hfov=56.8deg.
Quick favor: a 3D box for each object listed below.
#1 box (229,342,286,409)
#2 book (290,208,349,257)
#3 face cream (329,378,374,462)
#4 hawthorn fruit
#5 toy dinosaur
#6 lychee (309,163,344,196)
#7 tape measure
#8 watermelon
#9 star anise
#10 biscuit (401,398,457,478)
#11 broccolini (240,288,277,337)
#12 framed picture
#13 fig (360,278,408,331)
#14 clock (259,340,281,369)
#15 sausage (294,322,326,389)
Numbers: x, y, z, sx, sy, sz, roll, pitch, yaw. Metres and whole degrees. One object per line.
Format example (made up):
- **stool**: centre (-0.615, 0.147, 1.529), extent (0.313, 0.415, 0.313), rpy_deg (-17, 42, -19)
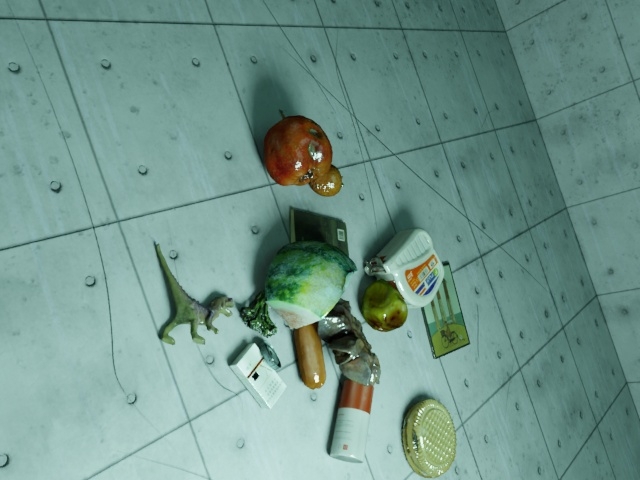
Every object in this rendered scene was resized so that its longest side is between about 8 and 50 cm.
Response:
- **box**: centre (-0.161, 0.353, 1.538), extent (0.154, 0.040, 0.084), rpy_deg (56, 46, -16)
- **book**: centre (0.000, 0.000, 1.823), extent (0.228, 0.024, 0.160), rpy_deg (12, 68, -42)
- **face cream**: centre (0.093, 0.515, 1.692), extent (0.095, 0.095, 0.214), rpy_deg (33, 56, -33)
- **hawthorn fruit**: centre (-0.079, -0.288, 1.732), extent (0.207, 0.207, 0.243), rpy_deg (-6, 68, -45)
- **toy dinosaur**: centre (-0.326, 0.155, 1.441), extent (0.251, 0.072, 0.200), rpy_deg (29, 47, -21)
- **lychee**: centre (0.025, -0.193, 1.856), extent (0.140, 0.114, 0.101), rpy_deg (-29, 123, -27)
- **tape measure**: centre (0.291, 0.098, 2.004), extent (0.258, 0.130, 0.265), rpy_deg (-43, 112, -39)
- **watermelon**: centre (-0.020, 0.093, 1.651), extent (0.223, 0.180, 0.305), rpy_deg (22, 43, 10)
- **star anise**: centre (0.074, 0.277, 1.686), extent (0.315, 0.108, 0.315), rpy_deg (59, 12, -21)
- **biscuit**: centre (0.356, 0.640, 1.919), extent (0.259, 0.079, 0.259), rpy_deg (16, 67, -40)
- **broccolini**: centre (-0.111, 0.171, 1.643), extent (0.271, 0.062, 0.123), rpy_deg (-41, 115, -46)
- **framed picture**: centre (0.448, 0.252, 2.187), extent (0.244, 0.013, 0.324), rpy_deg (-8, 83, -46)
- **fig**: centre (0.196, 0.205, 1.866), extent (0.154, 0.144, 0.166), rpy_deg (16, 53, -63)
- **clock**: centre (-0.132, 0.304, 1.564), extent (0.085, 0.017, 0.085), rpy_deg (57, 4, -6)
- **sausage**: centre (-0.029, 0.317, 1.655), extent (0.076, 0.076, 0.198), rpy_deg (0, 78, -44)
